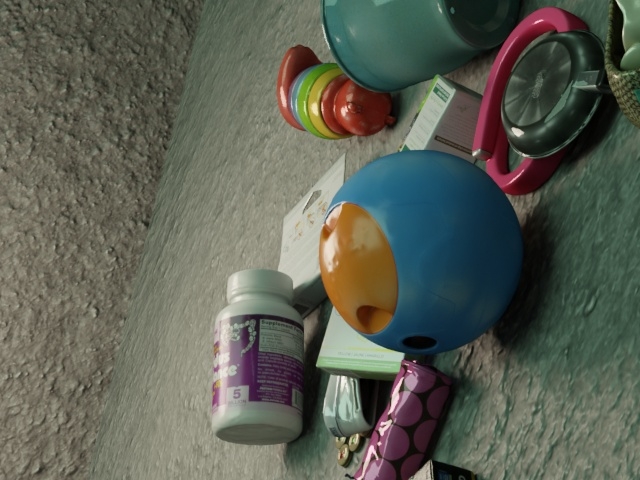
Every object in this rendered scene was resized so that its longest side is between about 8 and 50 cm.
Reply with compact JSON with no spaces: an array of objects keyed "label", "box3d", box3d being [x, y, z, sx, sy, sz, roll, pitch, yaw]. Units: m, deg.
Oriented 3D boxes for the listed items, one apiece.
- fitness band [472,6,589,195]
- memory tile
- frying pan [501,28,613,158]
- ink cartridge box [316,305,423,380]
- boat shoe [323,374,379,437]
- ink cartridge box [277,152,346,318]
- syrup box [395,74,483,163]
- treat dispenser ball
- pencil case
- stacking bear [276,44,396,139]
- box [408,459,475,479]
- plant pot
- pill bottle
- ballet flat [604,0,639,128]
[{"label":"fitness band","box3d":[0.313,-0.209,1.887,0.209,0.054,0.290,-20,54,63]},{"label":"memory tile","box3d":[0.052,0.295,2.120,0.113,0.012,0.148,-56,24,30]},{"label":"frying pan","box3d":[0.345,-0.187,1.718,0.197,0.053,0.326,-62,29,9]},{"label":"ink cartridge box","box3d":[0.102,0.105,2.008,0.171,0.056,0.235,0,66,41]},{"label":"boat shoe","box3d":[0.072,0.201,2.079,0.084,0.095,0.258,-13,57,32]},{"label":"ink cartridge box","box3d":[0.000,0.000,2.450,0.275,0.060,0.238,-45,31,49]},{"label":"syrup box","box3d":[0.188,-0.138,2.068,0.236,0.096,0.093,-62,23,16]},{"label":"treat dispenser ball","box3d":[0.141,0.016,1.776,0.288,0.288,0.288,-50,28,40]},{"label":"pencil case","box3d":[0.119,0.277,1.873,0.098,0.095,0.209,-129,63,-82]},{"label":"stacking bear","box3d":[0.042,-0.274,2.479,0.289,0.175,0.164,25,92,61]},{"label":"box","box3d":[0.123,0.493,1.683,0.257,0.079,0.322,-54,26,38]},{"label":"plant pot","box3d":[0.184,-0.396,2.120,0.255,0.272,0.271,-1,69,51]},{"label":"pill bottle","box3d":[-0.114,0.212,2.330,0.169,0.169,0.301,-38,46,54]},{"label":"ballet flat","box3d":[0.425,-0.367,1.573,0.164,0.182,0.482,-9,58,35]}]
